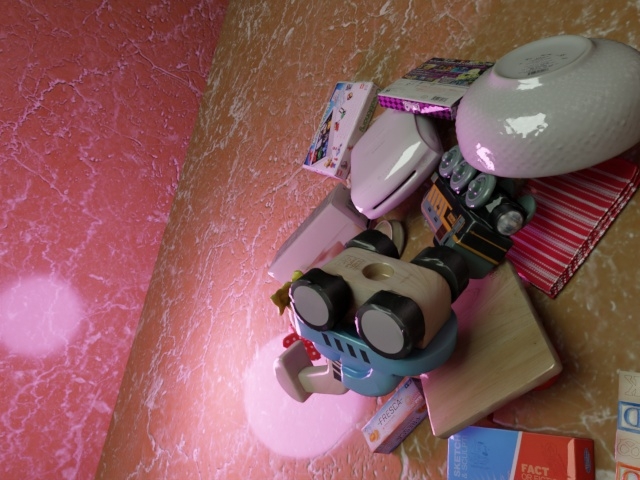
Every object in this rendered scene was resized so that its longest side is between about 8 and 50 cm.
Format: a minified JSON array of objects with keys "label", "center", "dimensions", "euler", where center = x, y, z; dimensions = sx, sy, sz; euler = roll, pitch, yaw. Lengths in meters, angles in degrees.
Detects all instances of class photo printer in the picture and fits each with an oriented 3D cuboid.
[{"label":"photo printer","center":[0.182,-0.210,1.264],"dimensions":[0.256,0.107,0.307],"euler":[-44,25,32]}]

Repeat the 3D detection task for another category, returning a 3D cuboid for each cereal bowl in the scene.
[{"label":"cereal bowl","center":[0.404,-0.264,0.901],"dimensions":[0.339,0.141,0.339],"euler":[-19,33,13]}]

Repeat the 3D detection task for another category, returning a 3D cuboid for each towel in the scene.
[{"label":"towel","center":[0.449,-0.052,0.966],"dimensions":[0.275,0.031,0.199],"euler":[-60,35,14]}]

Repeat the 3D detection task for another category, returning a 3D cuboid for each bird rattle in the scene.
[{"label":"bird rattle","center":[-0.025,0.211,1.329],"dimensions":[0.207,0.143,0.253],"euler":[-6,106,29]}]

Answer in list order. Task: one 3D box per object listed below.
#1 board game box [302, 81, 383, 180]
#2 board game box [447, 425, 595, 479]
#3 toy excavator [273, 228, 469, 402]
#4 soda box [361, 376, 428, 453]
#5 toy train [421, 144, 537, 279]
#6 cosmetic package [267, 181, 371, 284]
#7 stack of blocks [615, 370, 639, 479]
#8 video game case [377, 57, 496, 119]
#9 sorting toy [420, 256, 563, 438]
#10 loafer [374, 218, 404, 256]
[{"label":"board game box","center":[0.065,-0.353,1.604],"dimensions":[0.193,0.053,0.305],"euler":[27,95,54]},{"label":"board game box","center":[0.323,0.481,0.836],"dimensions":[0.242,0.064,0.316],"euler":[-16,61,48]},{"label":"toy excavator","center":[0.060,0.214,1.027],"dimensions":[0.433,0.222,0.445],"euler":[16,125,35]},{"label":"soda box","center":[0.171,0.381,1.093],"dimensions":[0.183,0.058,0.063],"euler":[-53,38,20]},{"label":"toy train","center":[0.297,-0.067,1.032],"dimensions":[0.190,0.142,0.334],"euler":[-57,17,20]},{"label":"cosmetic package","center":[0.000,0.000,1.409],"dimensions":[0.296,0.129,0.153],"euler":[-45,13,31]},{"label":"stack of blocks","center":[0.544,0.271,0.627],"dimensions":[0.297,0.087,0.171],"euler":[-8,67,51]},{"label":"video game case","center":[0.289,-0.367,1.201],"dimensions":[0.210,0.042,0.232],"euler":[-38,39,-21]},{"label":"sorting toy","center":[0.307,0.205,0.940],"dimensions":[0.257,0.089,0.255],"euler":[-45,29,29]},{"label":"loafer","center":[0.115,0.056,1.300],"dimensions":[0.268,0.092,0.102],"euler":[-57,37,17]}]
